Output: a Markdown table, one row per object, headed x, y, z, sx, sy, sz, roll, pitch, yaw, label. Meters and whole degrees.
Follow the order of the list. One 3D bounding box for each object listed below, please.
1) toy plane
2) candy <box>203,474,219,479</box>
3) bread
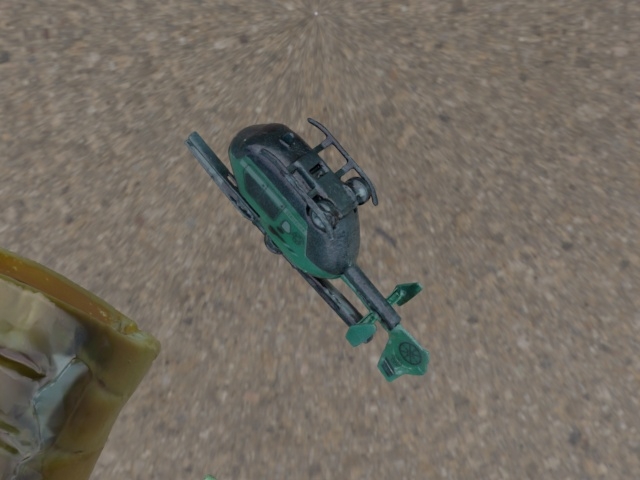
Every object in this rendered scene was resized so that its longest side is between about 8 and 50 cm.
| x | y | z | sx | sy | sz | roll | pitch | yaw | label |
| --- | --- | --- | --- | --- | --- | --- | --- | --- | --- |
| 0.000 | 0.000 | 0.905 | 0.235 | 0.060 | 0.096 | 50 | 135 | 1 | toy plane |
| 0.055 | 0.383 | 1.564 | 0.440 | 0.119 | 0.119 | 25 | 99 | 7 | candy |
| -0.380 | 0.196 | 1.573 | 0.300 | 0.210 | 0.341 | 39 | 74 | -29 | bread |
